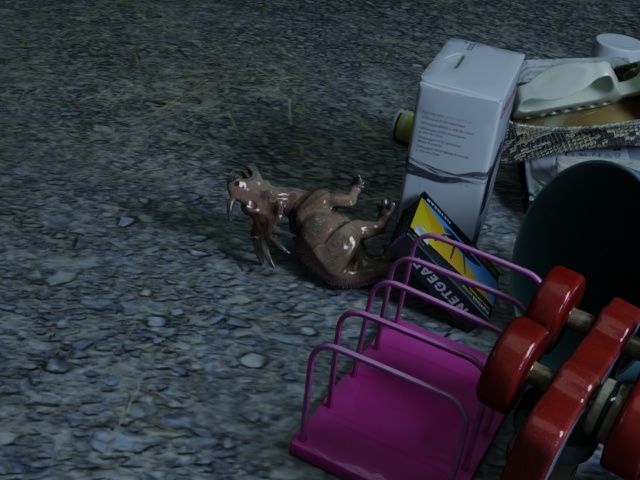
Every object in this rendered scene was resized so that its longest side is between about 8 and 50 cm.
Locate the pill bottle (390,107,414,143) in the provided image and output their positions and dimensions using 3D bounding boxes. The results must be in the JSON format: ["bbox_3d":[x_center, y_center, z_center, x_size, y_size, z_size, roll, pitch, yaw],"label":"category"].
[{"bbox_3d":[0.205,-0.219,1.715,0.116,0.065,0.065,22,36,23],"label":"pill bottle"}]

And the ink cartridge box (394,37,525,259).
[{"bbox_3d":[0.218,-0.135,1.363,0.129,0.307,0.223,16,34,14],"label":"ink cartridge box"}]

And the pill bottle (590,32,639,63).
[{"bbox_3d":[0.594,-0.308,1.778,0.121,0.221,0.121,5,33,-3],"label":"pill bottle"}]

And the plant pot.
[{"bbox_3d":[0.441,0.054,1.154,0.235,0.293,0.293,7,30,-25],"label":"plant pot"}]

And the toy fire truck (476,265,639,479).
[{"bbox_3d":[0.266,0.193,0.917,0.169,0.254,0.302,25,35,24],"label":"toy fire truck"}]

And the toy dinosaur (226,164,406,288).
[{"bbox_3d":[0.000,0.000,1.301,0.200,0.127,0.296,-34,66,-32],"label":"toy dinosaur"}]

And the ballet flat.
[{"bbox_3d":[0.495,-0.241,1.453,0.483,0.182,0.164,-9,59,5],"label":"ballet flat"}]

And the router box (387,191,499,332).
[{"bbox_3d":[0.185,0.030,1.256,0.179,0.046,0.133,45,33,-12],"label":"router box"}]

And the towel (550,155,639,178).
[{"bbox_3d":[0.484,-0.021,1.402,0.187,0.049,0.282,4,56,-1],"label":"towel"}]

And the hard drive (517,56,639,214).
[{"bbox_3d":[0.482,-0.200,1.589,0.237,0.064,0.339,0,57,3],"label":"hard drive"}]

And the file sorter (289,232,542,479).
[{"bbox_3d":[0.128,0.145,1.030,0.202,0.182,0.291,21,35,21],"label":"file sorter"}]
